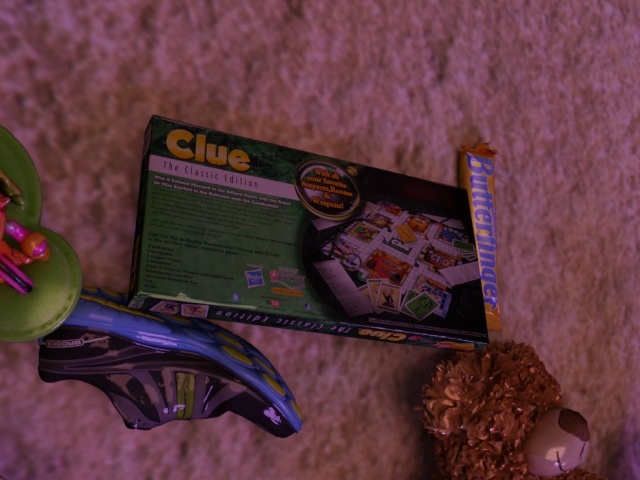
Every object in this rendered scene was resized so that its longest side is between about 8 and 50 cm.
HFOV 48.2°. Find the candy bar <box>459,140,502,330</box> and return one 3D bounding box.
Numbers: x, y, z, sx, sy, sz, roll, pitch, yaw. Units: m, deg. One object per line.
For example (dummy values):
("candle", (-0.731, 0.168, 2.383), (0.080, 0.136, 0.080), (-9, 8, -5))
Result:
("candy bar", (0.134, -0.003, 0.603), (0.040, 0.018, 0.161), (-1, 90, -23))

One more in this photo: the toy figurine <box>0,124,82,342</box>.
("toy figurine", (-0.206, -0.025, 0.355), (0.173, 0.159, 0.130), (41, 74, 3))

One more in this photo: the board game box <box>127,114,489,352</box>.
("board game box", (0.000, 0.000, 0.513), (0.259, 0.030, 0.136), (11, 63, -22))

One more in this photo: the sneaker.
("sneaker", (-0.098, 0.093, 0.484), (0.188, 0.067, 0.078), (25, 98, -21))

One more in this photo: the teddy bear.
("teddy bear", (0.152, 0.250, 0.557), (0.245, 0.113, 0.338), (20, 82, -24))

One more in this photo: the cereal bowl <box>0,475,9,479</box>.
("cereal bowl", (-0.260, 0.272, 0.343), (0.339, 0.141, 0.339), (9, 72, -30))
